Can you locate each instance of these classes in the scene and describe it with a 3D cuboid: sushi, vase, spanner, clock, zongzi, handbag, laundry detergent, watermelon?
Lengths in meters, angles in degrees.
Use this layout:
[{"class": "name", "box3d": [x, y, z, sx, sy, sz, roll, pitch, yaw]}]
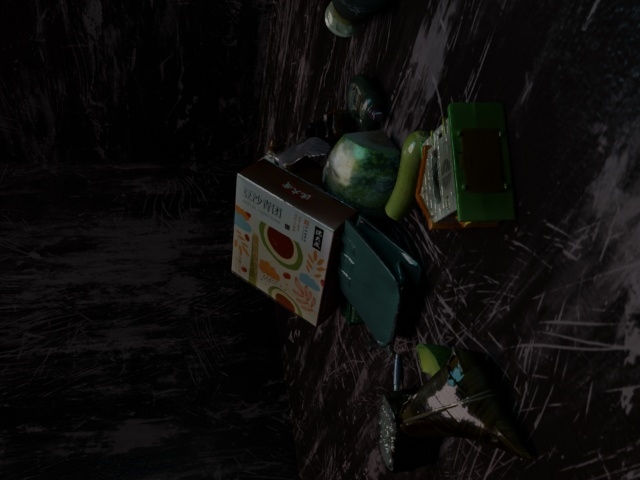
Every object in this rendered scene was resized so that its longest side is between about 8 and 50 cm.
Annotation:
[{"class": "sushi", "box3d": [0.210, 0.451, 1.588, 0.124, 0.127, 0.225, -114, 18, -56]}, {"class": "vase", "box3d": [0.091, -0.671, 1.838, 0.321, 0.173, 0.174, -175, 83, -81]}, {"class": "spanner", "box3d": [0.174, 0.311, 1.960, 0.254, 0.015, 0.054, 161, 104, -76]}, {"class": "clock", "box3d": [0.271, -0.124, 1.305, 0.255, 0.106, 0.220, 133, 134, -78]}, {"class": "zongzi", "box3d": [0.261, 0.368, 1.274, 0.248, 0.111, 0.241, -51, 41, 30]}, {"class": "handbag", "box3d": [0.153, 0.100, 1.726, 0.274, 0.100, 0.269, 49, 148, 39]}, {"class": "laundry detergent", "box3d": [0.136, -0.373, 1.874, 0.222, 0.078, 0.144, -114, 23, -52]}, {"class": "watermelon", "box3d": [0.126, -0.149, 1.846, 0.180, 0.224, 0.305, -46, -24, -38]}]

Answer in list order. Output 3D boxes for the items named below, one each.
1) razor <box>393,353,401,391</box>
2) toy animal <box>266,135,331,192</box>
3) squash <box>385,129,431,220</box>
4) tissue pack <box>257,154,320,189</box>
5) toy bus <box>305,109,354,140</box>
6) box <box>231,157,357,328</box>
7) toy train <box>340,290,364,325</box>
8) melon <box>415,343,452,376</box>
[{"class": "razor", "box3d": [0.209, 0.375, 1.798, 0.068, 0.040, 0.135, 176, 98, -76]}, {"class": "toy animal", "box3d": [-0.109, -0.224, 2.274, 0.302, 0.284, 0.225, 46, 167, 37]}, {"class": "squash", "box3d": [0.214, -0.154, 1.555, 0.250, 0.083, 0.083, 103, 160, -48]}, {"class": "tissue pack", "box3d": [-0.097, -0.159, 2.450, 0.315, 0.103, 0.228, 34, -146, -47]}, {"class": "toy bus", "box3d": [0.024, -0.381, 2.302, 0.409, 0.092, 0.093, -173, 79, -76]}, {"class": "box", "box3d": [-0.089, 0.011, 1.927, 0.344, 0.122, 0.385, 31, 135, 23]}, {"class": "toy train", "box3d": [0.115, 0.114, 1.980, 0.154, 0.115, 0.270, -132, 41, -57]}, {"class": "melon", "box3d": [0.273, 0.311, 1.445, 0.118, 0.064, 0.210, 113, 149, -59]}]
